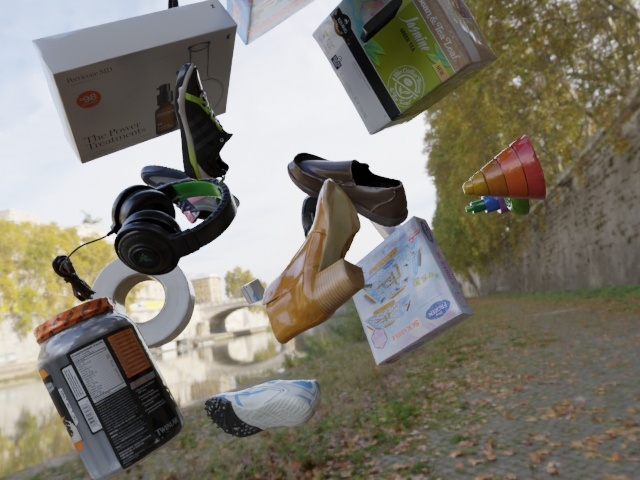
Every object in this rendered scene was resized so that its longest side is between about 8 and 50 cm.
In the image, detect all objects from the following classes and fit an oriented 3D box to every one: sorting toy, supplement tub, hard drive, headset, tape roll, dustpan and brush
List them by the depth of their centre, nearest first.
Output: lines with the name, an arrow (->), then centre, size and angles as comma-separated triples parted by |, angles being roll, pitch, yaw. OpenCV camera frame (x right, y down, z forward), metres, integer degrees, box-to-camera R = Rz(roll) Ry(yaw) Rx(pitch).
supplement tub -> -0.424, 0.285, 0.923 | 0.194, 0.315, 0.193 | -29, -5, -3
sorting toy -> 0.345, -0.098, 0.936 | 0.126, 0.126, 0.365 | -18, -10, 12
headset -> -0.370, -0.004, 1.008 | 0.395, 0.185, 0.243 | -23, 38, -12
hard drive -> 0.131, -0.484, 1.018 | 0.094, 0.022, 0.135 | -40, 9, 11
tape roll -> -0.523, 0.179, 1.367 | 0.287, 0.285, 0.100 | -7, -15, -8
dustpan and brush -> 0.252, -0.039, 1.584 | 0.060, 0.147, 0.211 | -40, 12, -4

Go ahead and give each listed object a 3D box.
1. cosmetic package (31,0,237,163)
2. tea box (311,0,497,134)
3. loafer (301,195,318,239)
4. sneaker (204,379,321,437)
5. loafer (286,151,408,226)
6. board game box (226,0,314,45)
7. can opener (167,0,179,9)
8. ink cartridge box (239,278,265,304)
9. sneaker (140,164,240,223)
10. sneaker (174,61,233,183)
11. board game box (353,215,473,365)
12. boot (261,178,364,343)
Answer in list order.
cosmetic package -> -0.378, -0.343, 1.009 | 0.378, 0.097, 0.284 | -29, -16, -26
tea box -> 0.215, -0.510, 1.211 | 0.324, 0.328, 0.220 | -31, -1, 43
loafer -> 0.000, 0.000, 1.324 | 0.096, 0.267, 0.084 | -9, 7, 3
sneaker -> -0.105, 0.299, 0.840 | 0.238, 0.085, 0.086 | -14, 8, 25
loafer -> 0.077, -0.169, 1.229 | 0.366, 0.130, 0.134 | 25, 41, 20
board game box -> -0.054, -0.581, 0.991 | 0.308, 0.086, 0.302 | -36, 12, -6
can opener -> -0.512, -0.746, 1.612 | 0.059, 0.185, 0.073 | 28, 30, 24
ink cartridge box -> -0.164, 0.125, 1.109 | 0.028, 0.048, 0.083 | -31, 1, -33
sneaker -> -0.416, -0.128, 1.441 | 0.319, 0.130, 0.112 | 20, -29, -13
sneaker -> -0.216, -0.221, 0.888 | 0.097, 0.084, 0.234 | 2, -55, -2
board game box -> 0.235, 0.148, 1.335 | 0.066, 0.317, 0.319 | 12, -42, -40
boot -> -0.026, 0.032, 0.877 | 0.211, 0.294, 0.104 | -36, -52, 29
